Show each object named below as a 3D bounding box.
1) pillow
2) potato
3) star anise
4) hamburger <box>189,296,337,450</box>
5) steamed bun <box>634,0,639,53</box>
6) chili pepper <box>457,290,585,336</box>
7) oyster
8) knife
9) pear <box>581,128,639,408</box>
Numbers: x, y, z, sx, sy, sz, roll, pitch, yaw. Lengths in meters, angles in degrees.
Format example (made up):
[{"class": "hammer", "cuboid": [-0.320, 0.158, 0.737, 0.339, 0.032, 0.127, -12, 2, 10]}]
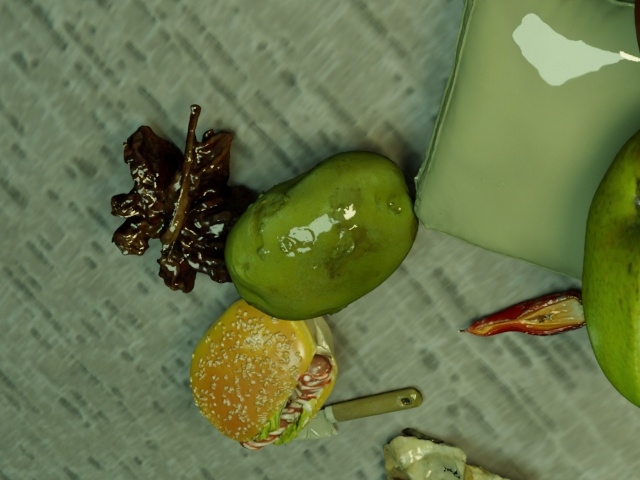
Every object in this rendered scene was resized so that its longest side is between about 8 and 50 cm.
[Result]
[{"class": "pillow", "cuboid": [0.239, -0.117, 1.388, 0.255, 0.120, 0.322, 19, 124, 8]}, {"class": "potato", "cuboid": [0.000, 0.000, 1.539, 0.253, 0.186, 0.148, -48, 63, 41]}, {"class": "star anise", "cuboid": [-0.170, -0.032, 1.647, 0.190, 0.126, 0.220, -21, 108, 37]}, {"class": "hamburger", "cuboid": [-0.070, 0.161, 1.703, 0.173, 0.116, 0.210, 43, 126, 3]}, {"class": "steamed bun", "cuboid": [0.419, -0.187, 1.138, 0.235, 0.379, 0.248, -38, 64, 36]}, {"class": "chili pepper", "cuboid": [0.238, 0.090, 1.563, 0.178, 0.027, 0.045, -17, 103, 32]}, {"class": "oyster", "cuboid": [0.214, 0.372, 1.683, 0.354, 0.107, 0.201, 23, 128, 14]}, {"class": "knife", "cuboid": [0.006, 0.233, 1.764, 0.298, 0.017, 0.047, -15, 114, 32]}, {"class": "pear", "cuboid": [0.342, -0.004, 1.295, 0.159, 0.292, 0.292, 49, 139, 46]}]
